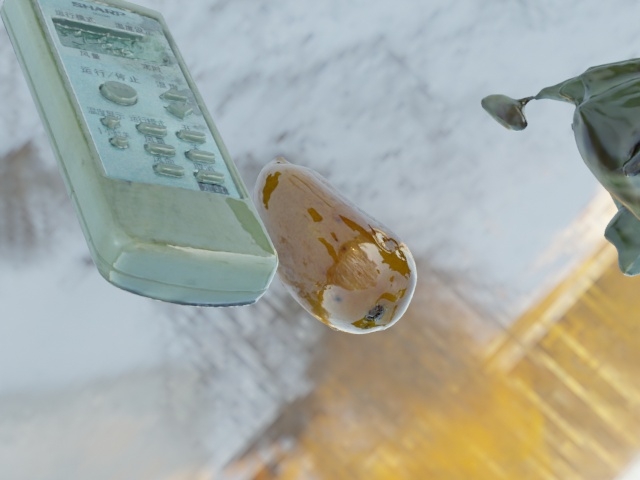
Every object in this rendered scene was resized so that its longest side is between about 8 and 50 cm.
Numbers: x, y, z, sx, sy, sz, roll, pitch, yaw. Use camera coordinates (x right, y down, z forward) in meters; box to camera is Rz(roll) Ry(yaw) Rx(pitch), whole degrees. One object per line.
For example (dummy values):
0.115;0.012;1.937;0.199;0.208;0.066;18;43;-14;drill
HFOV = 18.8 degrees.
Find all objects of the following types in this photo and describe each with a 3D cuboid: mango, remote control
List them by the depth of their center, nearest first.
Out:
-0.097;-0.055;1.016;0.098;0.233;0.038;10;125;-32;remote control
-0.002;0.004;1.414;0.084;0.159;0.105;-53;150;3;mango

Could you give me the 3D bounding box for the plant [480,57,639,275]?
0.316;-0.118;1.419;0.333;0.180;0.251;-38;-148;6;plant
